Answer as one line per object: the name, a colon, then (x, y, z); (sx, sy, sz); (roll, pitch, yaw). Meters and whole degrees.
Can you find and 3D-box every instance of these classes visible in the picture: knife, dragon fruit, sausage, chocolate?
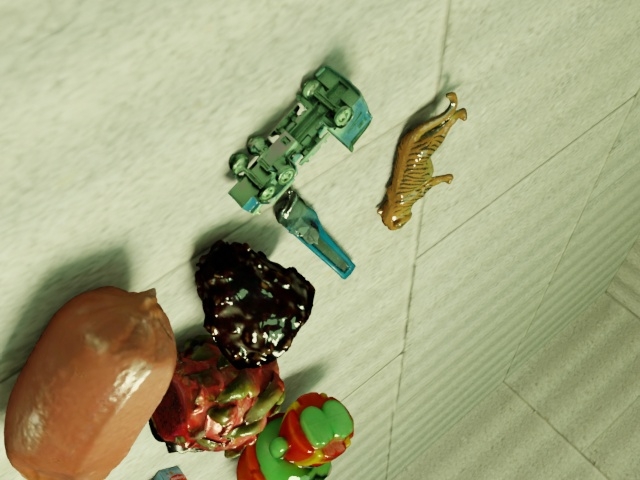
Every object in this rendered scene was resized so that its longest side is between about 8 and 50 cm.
knife: (0.002, 0.001, 0.928); (0.044, 0.026, 0.296); (-56, 152, -5)
dragon fruit: (-0.134, 0.208, 0.898); (0.171, 0.166, 0.160); (4, 88, -41)
sausage: (-0.242, 0.153, 0.693); (0.254, 0.148, 0.148); (-50, 152, 18)
chocolate: (-0.098, 0.057, 0.795); (0.156, 0.156, 0.133); (-42, 123, -6)

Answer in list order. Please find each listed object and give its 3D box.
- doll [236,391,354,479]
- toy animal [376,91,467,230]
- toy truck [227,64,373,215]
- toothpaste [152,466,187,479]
doll: (-0.068, 0.420, 1.255); (0.182, 0.160, 0.363); (-14, 142, -43)
toy animal: (0.144, -0.105, 0.943); (0.099, 0.057, 0.241); (-28, 148, -28)
toy truck: (-0.021, -0.098, 0.720); (0.175, 0.067, 0.081); (-47, 153, 4)
toothpaste: (-0.305, 0.470, 1.126); (0.193, 0.044, 0.070); (-53, 150, 14)
